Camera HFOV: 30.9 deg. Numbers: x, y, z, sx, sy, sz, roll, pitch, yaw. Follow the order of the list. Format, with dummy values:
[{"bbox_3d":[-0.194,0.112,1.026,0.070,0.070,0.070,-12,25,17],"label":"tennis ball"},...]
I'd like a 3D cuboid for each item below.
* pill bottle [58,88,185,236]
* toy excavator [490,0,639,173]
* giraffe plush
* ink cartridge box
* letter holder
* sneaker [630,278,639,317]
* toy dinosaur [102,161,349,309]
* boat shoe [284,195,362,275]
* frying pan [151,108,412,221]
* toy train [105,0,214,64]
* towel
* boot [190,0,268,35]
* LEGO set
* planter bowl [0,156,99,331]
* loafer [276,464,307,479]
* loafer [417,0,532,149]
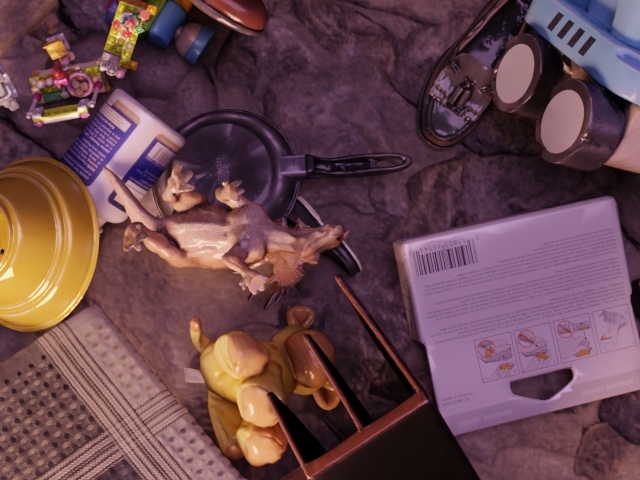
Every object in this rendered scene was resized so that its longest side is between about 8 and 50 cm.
[{"bbox_3d":[-0.268,-0.087,1.461,0.112,0.112,0.186,39,90,1],"label":"pill bottle"},{"bbox_3d":[0.406,-0.340,1.476,0.222,0.433,0.445,12,117,-26],"label":"toy excavator"},{"bbox_3d":[-0.052,0.164,1.429,0.171,0.210,0.181,-13,110,-26],"label":"giraffe plush"},{"bbox_3d":[0.265,0.096,1.526,0.296,0.066,0.261,-12,93,-9],"label":"ink cartridge box"},{"bbox_3d":[0.049,0.204,1.350,0.152,0.302,0.214,-33,54,-1],"label":"letter holder"},{"bbox_3d":[0.492,0.115,1.554,0.077,0.072,0.178,-29,89,-23],"label":"sneaker"},{"bbox_3d":[-0.127,-0.001,1.413,0.296,0.200,0.127,14,80,8],"label":"toy dinosaur"},{"bbox_3d":[0.000,0.001,1.519,0.042,0.049,0.133,-42,79,-17],"label":"boat shoe"},{"bbox_3d":[-0.064,-0.067,1.496,0.326,0.053,0.197,15,76,10],"label":"frying pan"},{"bbox_3d":[-0.170,-0.365,1.549,0.143,0.105,0.248,32,76,-11],"label":"toy train"},{"bbox_3d":[-0.291,0.262,1.330,0.312,0.056,0.324,-34,68,-24],"label":"towel"},{"bbox_3d":[-0.076,-0.421,1.386,0.280,0.096,0.264,-41,71,27],"label":"boot"},{"bbox_3d":[-0.291,-0.229,1.446,0.287,0.107,0.132,-30,117,15],"label":"LEGO set"},{"bbox_3d":[-0.378,0.000,1.390,0.217,0.090,0.217,-3,83,28],"label":"planter bowl"},{"bbox_3d":[-0.141,0.342,1.400,0.366,0.134,0.130,-9,76,-19],"label":"loafer"},{"bbox_3d":[0.217,-0.248,1.579,0.096,0.084,0.267,32,76,-1],"label":"loafer"}]
